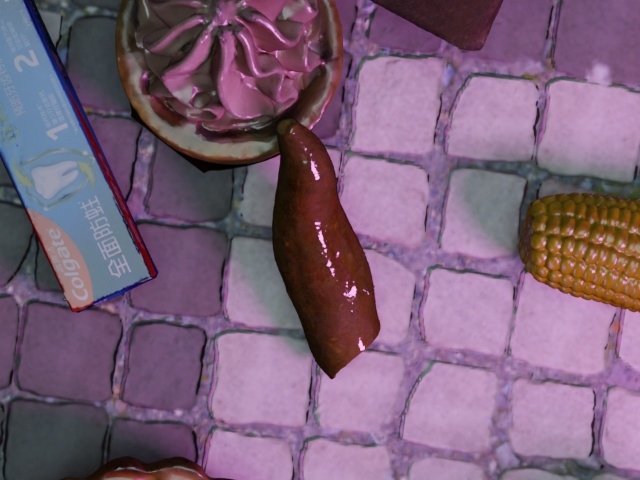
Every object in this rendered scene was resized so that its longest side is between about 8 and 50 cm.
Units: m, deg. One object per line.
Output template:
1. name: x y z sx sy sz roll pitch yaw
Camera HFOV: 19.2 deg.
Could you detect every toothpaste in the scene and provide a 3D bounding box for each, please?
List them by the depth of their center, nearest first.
1. toothpaste: -0.236 -0.099 1.579 0.076 0.066 0.320 -24 93 1

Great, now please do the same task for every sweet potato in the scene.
1. sweet potato: 0.000 0.000 1.554 0.077 0.077 0.243 -13 118 1

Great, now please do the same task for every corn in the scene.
1. corn: 0.317 0.023 1.570 0.305 0.106 0.106 11 93 4

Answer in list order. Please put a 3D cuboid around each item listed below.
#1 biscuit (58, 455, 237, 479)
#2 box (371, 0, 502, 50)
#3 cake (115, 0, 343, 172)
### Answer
1. biscuit: -0.142 0.335 1.580 0.326 0.107 0.325 0 96 1
2. box: 0.057 -0.303 1.495 0.273 0.143 0.184 27 52 0
3. cake: -0.074 -0.150 1.523 0.185 0.178 0.207 8 96 -1
